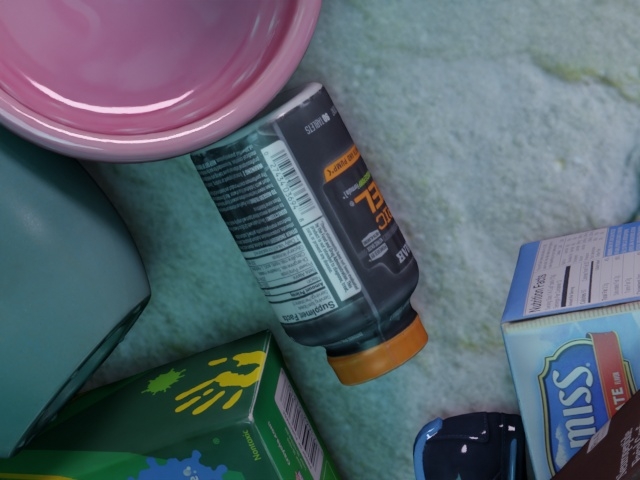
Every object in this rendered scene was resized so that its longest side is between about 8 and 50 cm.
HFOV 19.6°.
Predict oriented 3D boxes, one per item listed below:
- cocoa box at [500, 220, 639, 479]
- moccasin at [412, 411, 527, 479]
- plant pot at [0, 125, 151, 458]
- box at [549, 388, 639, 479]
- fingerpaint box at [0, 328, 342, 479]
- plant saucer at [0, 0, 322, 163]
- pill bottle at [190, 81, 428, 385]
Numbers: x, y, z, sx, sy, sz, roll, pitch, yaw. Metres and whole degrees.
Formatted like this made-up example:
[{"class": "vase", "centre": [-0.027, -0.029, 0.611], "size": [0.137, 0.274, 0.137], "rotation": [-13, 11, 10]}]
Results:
[{"class": "cocoa box", "centre": [0.297, 0.171, 1.521], "size": [0.228, 0.231, 0.347], "rotation": [-11, 104, 13]}, {"class": "moccasin", "centre": [0.176, 0.317, 1.636], "size": [0.117, 0.138, 0.342], "rotation": [-15, 104, 9]}, {"class": "plant pot", "centre": [-0.285, 0.039, 1.534], "size": [0.235, 0.293, 0.293], "rotation": [41, 108, 2]}, {"class": "box", "centre": [0.226, 0.225, 1.329], "size": [0.143, 0.191, 0.381], "rotation": [39, 109, -1]}, {"class": "fingerpaint box", "centre": [-0.130, 0.352, 1.646], "size": [0.371, 0.163, 0.445], "rotation": [-19, 112, 14]}, {"class": "plant saucer", "centre": [-0.165, -0.222, 1.501], "size": [0.332, 0.084, 0.332], "rotation": [1, 83, -12]}, {"class": "pill bottle", "centre": [0.000, 0.000, 1.574], "size": [0.130, 0.130, 0.245], "rotation": [-25, 101, 15]}]
